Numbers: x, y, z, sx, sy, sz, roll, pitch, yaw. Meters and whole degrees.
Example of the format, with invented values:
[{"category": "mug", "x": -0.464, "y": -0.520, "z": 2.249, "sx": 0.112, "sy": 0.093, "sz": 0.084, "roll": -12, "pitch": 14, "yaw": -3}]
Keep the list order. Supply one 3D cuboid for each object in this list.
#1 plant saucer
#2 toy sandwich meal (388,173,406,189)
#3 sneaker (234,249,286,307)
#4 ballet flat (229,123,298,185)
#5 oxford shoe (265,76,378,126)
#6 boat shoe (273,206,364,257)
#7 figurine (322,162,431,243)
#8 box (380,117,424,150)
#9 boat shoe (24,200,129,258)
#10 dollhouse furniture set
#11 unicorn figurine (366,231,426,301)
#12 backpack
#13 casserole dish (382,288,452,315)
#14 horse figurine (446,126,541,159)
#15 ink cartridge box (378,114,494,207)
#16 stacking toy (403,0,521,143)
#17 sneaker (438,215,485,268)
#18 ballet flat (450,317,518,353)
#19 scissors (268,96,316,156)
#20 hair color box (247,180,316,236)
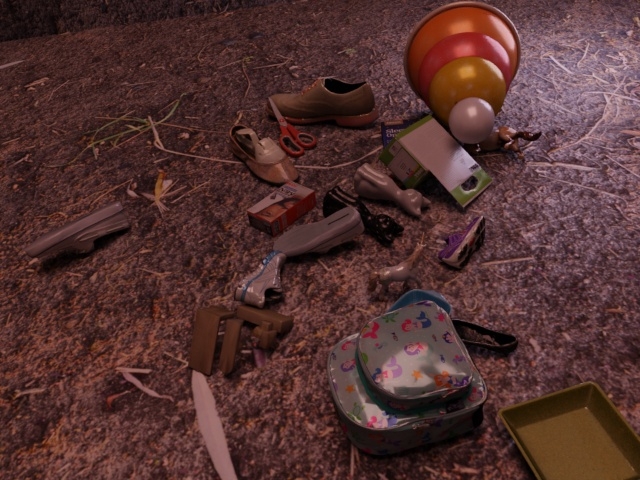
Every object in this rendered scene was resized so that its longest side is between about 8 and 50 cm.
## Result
[{"category": "plant saucer", "x": 0.415, "y": 0.337, "z": 0.991, "sx": 0.188, "sy": 0.045, "sz": 0.188, "roll": -14, "pitch": 39, "yaw": -8}, {"category": "toy sandwich meal", "x": 0.219, "y": -0.169, "z": 1.671, "sx": 0.085, "sy": 0.029, "sz": 0.086, "roll": -5, "pitch": 38, "yaw": 4}, {"category": "sneaker", "x": -0.114, "y": 0.094, "z": 1.372, "sx": 0.082, "sy": 0.071, "sz": 0.191, "roll": 25, "pitch": 39, "yaw": 12}, {"category": "ballet flat", "x": -0.181, "y": -0.262, "z": 1.794, "sx": 0.107, "sy": 0.106, "sz": 0.316, "roll": -31, "pitch": 44, "yaw": -27}, {"category": "oxford shoe", "x": -0.005, "y": -0.469, "z": 1.987, "sx": 0.396, "sy": 0.147, "sz": 0.141, "roll": 5, "pitch": 42, "yaw": 21}, {"category": "boat shoe", "x": 0.000, "y": 0.000, "z": 1.463, "sx": 0.226, "sy": 0.076, "sz": 0.083, "roll": -21, "pitch": 41, "yaw": 15}, {"category": "figurine", "x": 0.150, "y": -0.090, "z": 1.552, "sx": 0.209, "sy": 0.092, "sz": 0.215, "roll": 29, "pitch": 50, "yaw": 27}, {"category": "box", "x": 0.255, "y": -0.318, "z": 1.848, "sx": 0.136, "sy": 0.037, "sz": 0.225, "roll": -4, "pitch": 37, "yaw": 4}, {"category": "boat shoe", "x": -0.619, "y": -0.009, "z": 1.571, "sx": 0.096, "sy": 0.088, "sz": 0.267, "roll": -3, "pitch": 25, "yaw": 46}, {"category": "dollhouse furniture set", "x": -0.163, "y": 0.211, "z": 1.264, "sx": 0.144, "sy": 0.123, "sz": 0.151, "roll": 15, "pitch": 9, "yaw": 26}, {"category": "unicorn figurine", "x": 0.177, "y": 0.069, "z": 1.313, "sx": 0.161, "sy": 0.111, "sz": 0.060, "roll": -24, "pitch": 40, "yaw": -19}, {"category": "backpack", "x": 0.139, "y": 0.239, "z": 1.055, "sx": 0.253, "sy": 0.191, "sz": 0.225, "roll": -19, "pitch": 47, "yaw": -2}, {"category": "casserole dish", "x": 0.188, "y": 0.172, "z": 1.244, "sx": 0.114, "sy": 0.037, "sz": 0.188, "roll": 24, "pitch": 48, "yaw": 34}, {"category": "horse figurine", "x": 0.487, "y": -0.280, "z": 1.728, "sx": 0.263, "sy": 0.066, "sz": 0.174, "roll": -4, "pitch": 31, "yaw": 18}, {"category": "ink cartridge box", "x": 0.309, "y": -0.192, "z": 1.628, "sx": 0.255, "sy": 0.097, "sz": 0.188, "roll": 48, "pitch": 48, "yaw": 8}, {"category": "stacking toy", "x": 0.401, "y": -0.427, "z": 1.706, "sx": 0.350, "sy": 0.351, "sz": 0.480, "roll": 0, "pitch": 40, "yaw": 10}, {"category": "sneaker", "x": 0.331, "y": -0.006, "z": 1.421, "sx": 0.071, "sy": 0.068, "sz": 0.170, "roll": 18, "pitch": 45, "yaw": 37}, {"category": "ballet flat", "x": 0.297, "y": 0.178, "z": 1.183, "sx": 0.173, "sy": 0.049, "sz": 0.058, "roll": 12, "pitch": 54, "yaw": 6}, {"category": "scissors", "x": -0.124, "y": -0.365, "z": 1.930, "sx": 0.109, "sy": 0.021, "sz": 0.297, "roll": -30, "pitch": 58, "yaw": -21}, {"category": "hair color box", "x": -0.101, "y": -0.087, "z": 1.605, "sx": 0.093, "sy": 0.053, "sz": 0.167, "roll": 25, "pitch": 50, "yaw": 34}]
